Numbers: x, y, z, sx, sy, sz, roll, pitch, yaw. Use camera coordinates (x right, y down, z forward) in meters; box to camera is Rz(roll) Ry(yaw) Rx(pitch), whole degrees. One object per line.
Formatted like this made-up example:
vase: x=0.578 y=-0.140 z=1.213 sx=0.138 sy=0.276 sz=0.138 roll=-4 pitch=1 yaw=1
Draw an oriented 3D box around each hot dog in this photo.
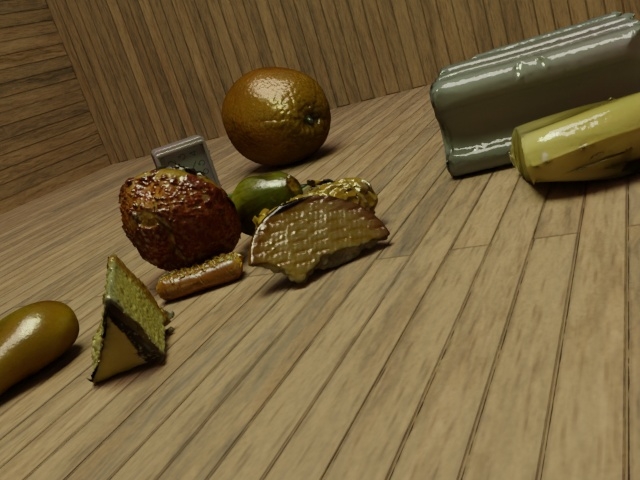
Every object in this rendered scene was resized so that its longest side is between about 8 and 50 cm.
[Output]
hot dog: x=-0.212 y=0.063 z=1.217 sx=0.165 sy=0.045 sz=0.071 roll=-19 pitch=15 yaw=0

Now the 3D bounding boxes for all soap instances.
soap: x=0.467 y=-0.313 z=1.445 sx=0.435 sy=0.213 sz=0.350 roll=-13 pitch=20 yaw=15

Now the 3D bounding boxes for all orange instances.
orange: x=-0.134 y=-0.385 z=2.129 sx=0.322 sy=0.322 sz=0.357 roll=-27 pitch=29 yaw=-28

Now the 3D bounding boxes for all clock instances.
clock: x=-0.358 y=-0.175 z=1.860 sx=0.150 sy=0.197 sz=0.063 roll=-22 pitch=19 yaw=-15

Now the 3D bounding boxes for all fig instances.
fig: x=-0.099 y=-0.075 z=1.370 sx=0.165 sy=0.154 sz=0.144 roll=-18 pitch=52 yaw=43

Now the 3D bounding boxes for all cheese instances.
cheese: x=0.487 y=-0.183 z=1.160 sx=0.315 sy=0.128 sz=0.259 roll=-11 pitch=16 yaw=14

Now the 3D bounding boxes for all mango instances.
mango: x=-0.475 y=0.175 z=1.052 sx=0.136 sy=0.099 sz=0.227 roll=-5 pitch=30 yaw=34

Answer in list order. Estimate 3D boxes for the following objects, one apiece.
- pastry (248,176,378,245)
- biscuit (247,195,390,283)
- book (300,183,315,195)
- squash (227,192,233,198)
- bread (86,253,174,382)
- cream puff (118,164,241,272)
pastry: x=-0.008 y=-0.043 z=1.251 sx=0.250 sy=0.102 sz=0.154 roll=-29 pitch=23 yaw=-28
biscuit: x=0.000 y=0.001 z=1.125 sx=0.228 sy=0.031 sz=0.176 roll=9 pitch=59 yaw=-4
book: x=-0.169 y=-0.086 z=1.681 sx=0.264 sy=0.027 sz=0.202 roll=-6 pitch=21 yaw=33
squash: x=-0.223 y=-0.104 z=1.697 sx=0.089 sy=0.027 sz=0.027 roll=-1 pitch=23 yaw=44
bread: x=-0.294 y=0.111 z=0.986 sx=0.127 sy=0.152 sz=0.147 roll=-20 pitch=26 yaw=-3
cream puff: x=-0.271 y=-0.033 z=1.281 sx=0.240 sy=0.240 sz=0.164 roll=-3 pitch=40 yaw=39
